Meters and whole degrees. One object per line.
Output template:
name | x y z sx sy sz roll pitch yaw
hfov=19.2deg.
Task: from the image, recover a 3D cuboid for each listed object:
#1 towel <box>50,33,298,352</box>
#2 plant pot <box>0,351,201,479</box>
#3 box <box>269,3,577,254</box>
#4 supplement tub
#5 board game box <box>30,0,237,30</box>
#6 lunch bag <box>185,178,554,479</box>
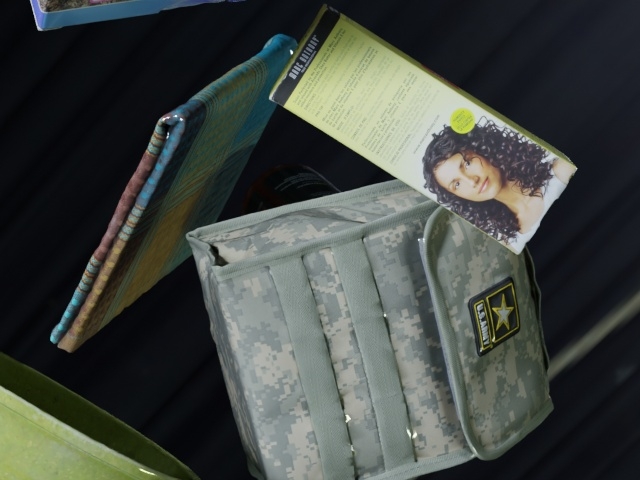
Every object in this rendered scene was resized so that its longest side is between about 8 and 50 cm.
towel | -0.135 -0.057 1.854 0.040 0.271 0.370 31 22 6
plant pot | -0.276 0.233 1.506 0.276 0.254 0.276 31 -3 2
box | 0.079 -0.088 1.476 0.232 0.087 0.058 31 11 -5
supplement tub | 0.000 0.000 1.944 0.106 0.106 0.198 31 7 -34
board game box | -0.080 -0.285 1.258 0.232 0.291 0.141 -11 69 -19
lunch bag | 0.059 0.077 1.619 0.169 0.287 0.235 -140 -144 -71
